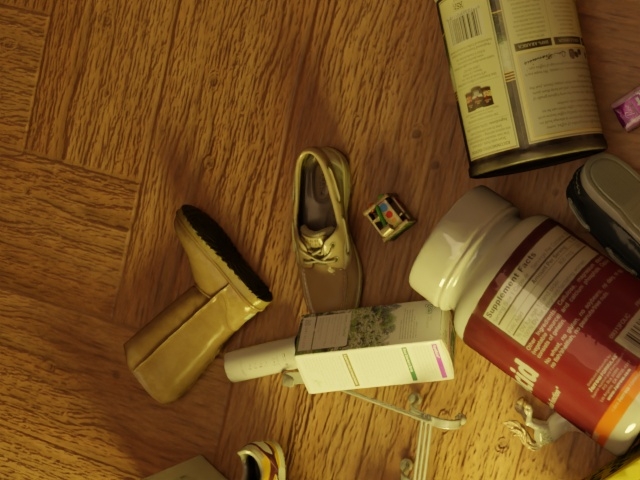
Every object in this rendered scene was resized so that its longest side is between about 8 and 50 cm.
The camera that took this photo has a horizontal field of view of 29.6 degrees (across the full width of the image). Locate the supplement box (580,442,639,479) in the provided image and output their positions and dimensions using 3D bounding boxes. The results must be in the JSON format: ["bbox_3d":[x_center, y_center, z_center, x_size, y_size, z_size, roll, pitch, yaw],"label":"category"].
[{"bbox_3d":[0.456,0.392,1.666,0.356,0.194,0.195,-37,78,15],"label":"supplement box"}]

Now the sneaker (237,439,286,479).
[{"bbox_3d":[-0.088,0.413,1.928,0.069,0.084,0.185,-27,75,33],"label":"sneaker"}]

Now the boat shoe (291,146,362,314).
[{"bbox_3d":[0.000,0.000,1.936,0.109,0.098,0.302,-1,92,22],"label":"boat shoe"}]

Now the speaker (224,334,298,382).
[{"bbox_3d":[-0.090,0.196,2.003,0.136,0.055,0.055,-15,86,22],"label":"speaker"}]

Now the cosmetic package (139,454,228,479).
[{"bbox_3d":[-0.197,0.489,1.966,0.225,0.224,0.138,37,104,17],"label":"cosmetic package"}]

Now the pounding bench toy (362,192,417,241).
[{"bbox_3d":[0.103,-0.039,1.902,0.052,0.083,0.065,-40,78,18],"label":"pounding bench toy"}]

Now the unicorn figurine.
[{"bbox_3d":[0.367,0.267,1.827,0.162,0.060,0.111,-35,89,34],"label":"unicorn figurine"}]

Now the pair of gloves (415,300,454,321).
[{"bbox_3d":[0.189,0.099,1.912,0.074,0.010,0.083,33,103,18],"label":"pair of gloves"}]

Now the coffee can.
[{"bbox_3d":[0.289,-0.244,1.757,0.201,0.201,0.275,-12,87,22],"label":"coffee can"}]

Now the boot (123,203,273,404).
[{"bbox_3d":[-0.243,0.109,2.045,0.269,0.089,0.236,-43,76,19],"label":"boot"}]

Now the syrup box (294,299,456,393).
[{"bbox_3d":[0.087,0.165,1.880,0.237,0.093,0.096,-7,131,15],"label":"syrup box"}]

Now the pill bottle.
[{"bbox_3d":[0.335,0.105,1.737,0.392,0.224,0.224,38,105,19],"label":"pill bottle"}]

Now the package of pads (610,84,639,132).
[{"bbox_3d":[0.472,-0.201,1.776,0.083,0.032,0.050,-34,77,19],"label":"package of pads"}]

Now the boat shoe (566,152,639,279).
[{"bbox_3d":[0.478,0.006,1.753,0.114,0.091,0.302,-30,76,-25],"label":"boat shoe"}]

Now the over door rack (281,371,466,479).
[{"bbox_3d":[0.077,0.352,1.926,0.324,0.108,0.239,11,96,36],"label":"over door rack"}]
